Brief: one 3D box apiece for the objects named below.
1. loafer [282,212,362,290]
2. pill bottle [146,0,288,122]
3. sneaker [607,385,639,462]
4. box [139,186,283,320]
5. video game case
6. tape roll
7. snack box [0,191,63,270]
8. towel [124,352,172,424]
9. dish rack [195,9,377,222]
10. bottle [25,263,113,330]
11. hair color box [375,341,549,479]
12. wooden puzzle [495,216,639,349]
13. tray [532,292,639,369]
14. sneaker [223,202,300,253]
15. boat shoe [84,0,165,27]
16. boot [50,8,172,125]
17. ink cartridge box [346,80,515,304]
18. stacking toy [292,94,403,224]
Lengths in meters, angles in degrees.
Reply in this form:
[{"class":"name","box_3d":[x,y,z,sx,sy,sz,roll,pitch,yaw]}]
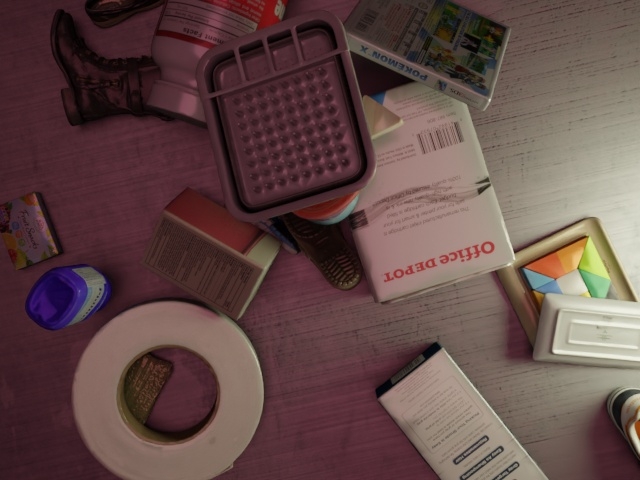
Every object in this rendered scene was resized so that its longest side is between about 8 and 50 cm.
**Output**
[{"class":"loafer","box_3d":[0.000,0.000,1.643,0.102,0.092,0.268,-26,63,-4]},{"class":"pill bottle","box_3d":[-0.197,-0.430,1.590,0.229,0.229,0.407,19,92,1]},{"class":"sneaker","box_3d":[0.712,0.443,1.631,0.126,0.127,0.321,-42,91,0]},{"class":"box","box_3d":[-0.218,0.025,1.624,0.232,0.127,0.148,30,120,0]},{"class":"video game case","box_3d":[0.210,-0.397,1.561,0.300,0.329,0.036,25,131,1]},{"class":"tape roll","box_3d":[-0.308,0.312,1.656,0.392,0.072,0.391,0,93,-7]},{"class":"snack box","box_3d":[-0.617,-0.020,1.701,0.100,0.037,0.141,-22,90,0]},{"class":"towel","box_3d":[-0.388,0.304,1.705,0.110,0.027,0.148,28,92,1]},{"class":"dish rack","box_3d":[-0.057,-0.213,1.430,0.286,0.072,0.332,-16,80,14]},{"class":"bottle","box_3d":[-0.476,0.105,1.576,0.092,0.283,0.118,36,91,1]},{"class":"hair color box","box_3d":[0.285,0.397,1.650,0.174,0.105,0.347,-38,89,2]},{"class":"wooden puzzle","box_3d":[0.514,0.096,1.671,0.239,0.044,0.220,-26,90,2]},{"class":"tray","box_3d":[0.576,0.191,1.647,0.271,0.030,0.145,6,98,-8]},{"class":"sneaker","box_3d":[-0.127,-0.024,1.683,0.191,0.071,0.083,37,111,0]},{"class":"boat shoe","box_3d":[-0.385,-0.517,1.670,0.224,0.073,0.080,-28,90,2]},{"class":"boot","box_3d":[-0.426,-0.363,1.678,0.229,0.091,0.262,-11,94,-4]},{"class":"ink cartridge box","box_3d":[0.184,-0.101,1.615,0.286,0.166,0.394,-17,90,3]},{"class":"stacking toy","box_3d":[-0.005,-0.198,1.518,0.279,0.130,0.309,-45,75,8]}]
